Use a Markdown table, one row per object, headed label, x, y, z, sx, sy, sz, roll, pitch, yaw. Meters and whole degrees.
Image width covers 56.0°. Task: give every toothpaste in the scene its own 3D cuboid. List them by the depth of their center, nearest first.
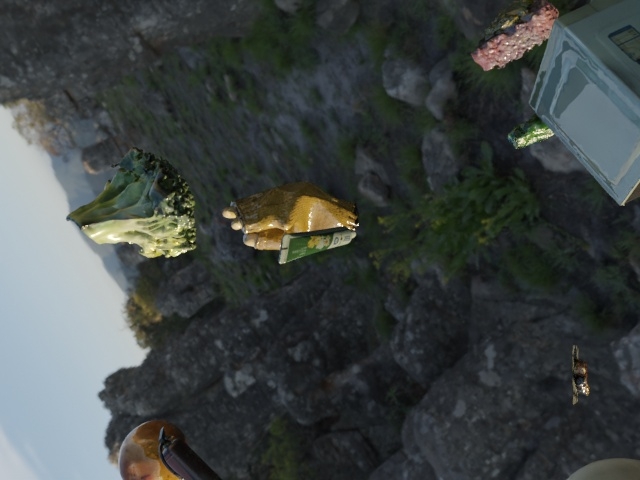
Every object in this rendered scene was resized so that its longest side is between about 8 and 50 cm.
| label | x | y | z | sx | sy | sz | roll | pitch | yaw |
| --- | --- | --- | --- | --- | --- | --- | --- | --- | --- |
| toothpaste | 0.000 | 0.000 | 0.990 | 0.031 | 0.204 | 0.049 | 21 | 109 | 32 |

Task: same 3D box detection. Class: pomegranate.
| label | x | y | z | sx | sy | sz | roll | pitch | yaw |
| --- | --- | --- | --- | --- | --- | --- | --- | --- | --- |
| pomegranate | -0.462 | 0.612 | 1.687 | 0.209 | 0.209 | 0.209 | 49 | 162 | 22 |

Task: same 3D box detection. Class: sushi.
| label | x | y | z | sx | sy | sz | roll | pitch | yaw |
| --- | --- | --- | --- | --- | --- | --- | --- | --- | --- |
| sushi | 0.564 | 0.289 | 1.298 | 0.026 | 0.126 | 0.120 | -1 | 171 | 29 |
| sushi | 0.506 | -0.559 | 1.601 | 0.107 | 0.241 | 0.161 | 50 | -161 | -24 |

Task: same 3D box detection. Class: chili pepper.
| label | x | y | z | sx | sy | sz | roll | pitch | yaw |
| --- | --- | --- | --- | --- | --- | --- | --- | --- | --- |
| chili pepper | 0.646 | -0.340 | 1.721 | 0.098 | 0.224 | 0.061 | 51 | -169 | -35 |

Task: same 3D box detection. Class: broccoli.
| label | x | y | z | sx | sy | sz | roll | pitch | yaw |
| --- | --- | --- | --- | --- | --- | --- | --- | --- | --- |
| broccoli | -0.378 | -0.051 | 1.243 | 0.248 | 0.245 | 0.288 | 53 | 163 | 12 |

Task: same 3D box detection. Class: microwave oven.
| label | x | y | z | sx | sy | sz | roll | pitch | yaw |
| --- | --- | --- | --- | --- | --- | --- | --- | --- | --- |
| microwave oven | 0.558 | -0.253 | 0.938 | 0.287 | 0.354 | 0.219 | 60 | 171 | 26 |

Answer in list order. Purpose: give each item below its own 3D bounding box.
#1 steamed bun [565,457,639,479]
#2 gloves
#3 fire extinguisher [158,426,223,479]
| label | x | y | z | sx | sy | sz | roll | pitch | yaw |
| --- | --- | --- | --- | --- | --- | --- | --- | --- | --- |
| steamed bun | 0.433 | 0.403 | 0.780 | 0.242 | 0.164 | 0.146 | 53 | -170 | -13 |
| gloves | -0.076 | -0.060 | 1.537 | 0.203 | 0.356 | 0.156 | 126 | 137 | -52 |
| fire extinguisher | -0.212 | 0.369 | 0.970 | 0.157 | 0.045 | 0.078 | 45 | -176 | 3 |
